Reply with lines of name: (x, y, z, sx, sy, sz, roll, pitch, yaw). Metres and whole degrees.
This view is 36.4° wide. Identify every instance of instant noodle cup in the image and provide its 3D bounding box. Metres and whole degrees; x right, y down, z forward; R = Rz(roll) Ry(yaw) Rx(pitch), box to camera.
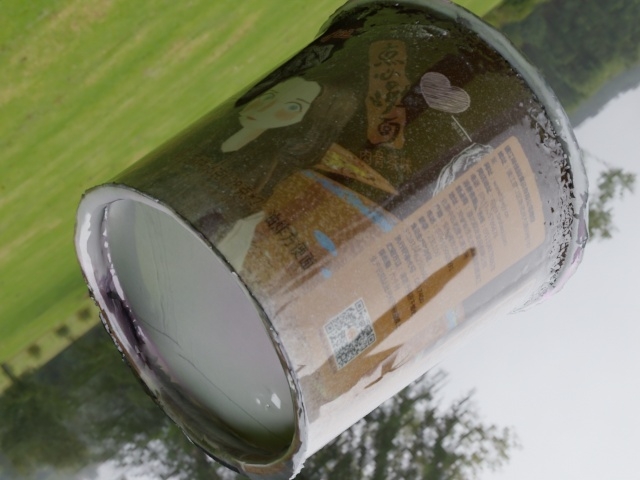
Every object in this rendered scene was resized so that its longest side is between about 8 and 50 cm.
instant noodle cup: (0.000, 0.000, 0.529, 0.207, 0.217, 0.217, -36, 178, -34)
